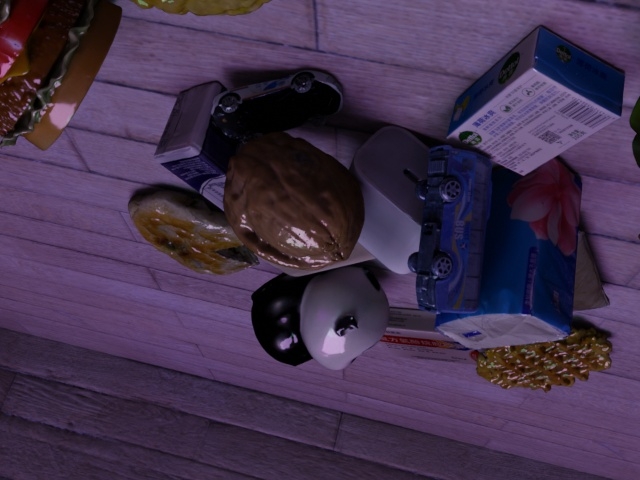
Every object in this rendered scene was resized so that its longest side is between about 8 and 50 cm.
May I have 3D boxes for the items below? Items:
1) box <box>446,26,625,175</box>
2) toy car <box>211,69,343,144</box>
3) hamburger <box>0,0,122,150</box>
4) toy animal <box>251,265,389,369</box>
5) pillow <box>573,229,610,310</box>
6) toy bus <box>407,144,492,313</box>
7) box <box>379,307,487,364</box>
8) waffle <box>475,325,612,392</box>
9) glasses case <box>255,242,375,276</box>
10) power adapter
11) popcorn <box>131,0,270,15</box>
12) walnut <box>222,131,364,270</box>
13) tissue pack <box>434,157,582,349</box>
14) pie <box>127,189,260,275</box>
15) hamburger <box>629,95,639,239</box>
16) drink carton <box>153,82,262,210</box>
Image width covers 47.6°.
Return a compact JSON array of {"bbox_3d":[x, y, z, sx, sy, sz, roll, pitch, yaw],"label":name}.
[{"bbox_3d":[0.281,-0.176,0.967,0.139,0.073,0.194,24,154,-15],"label":"box"},{"bbox_3d":[-0.065,-0.207,1.108,0.204,0.056,0.095,-14,146,11],"label":"toy car"},{"bbox_3d":[-0.412,-0.267,0.960,0.212,0.274,0.274,28,153,-28],"label":"hamburger"},{"bbox_3d":[0.010,0.170,1.659,0.310,0.251,0.251,-16,140,42],"label":"toy animal"},{"bbox_3d":[0.424,0.054,1.359,0.185,0.075,0.302,1,150,33],"label":"pillow"},{"bbox_3d":[0.188,-0.014,1.040,0.094,0.237,0.079,6,-179,-23],"label":"toy bus"},{"bbox_3d":[0.311,0.249,1.848,0.353,0.069,0.214,1,151,26],"label":"box"},{"bbox_3d":[0.525,0.276,1.697,0.324,0.068,0.302,-1,147,-6],"label":"waffle"},{"bbox_3d":[0.000,0.000,1.504,0.131,0.070,0.313,32,150,-31],"label":"glasses case"},{"bbox_3d":[0.123,-0.050,1.217,0.187,0.124,0.255,42,157,9],"label":"power adapter"},{"bbox_3d":[-0.108,-0.338,0.762,0.286,0.174,0.225,-10,161,25],"label":"popcorn"},{"bbox_3d":[-0.043,-0.057,1.096,0.245,0.198,0.198,44,161,17],"label":"walnut"},{"bbox_3d":[0.291,0.024,1.142,0.137,0.270,0.209,26,155,-27],"label":"tissue pack"},{"bbox_3d":[-0.289,-0.011,1.647,0.337,0.075,0.337,14,155,6],"label":"pie"},{"bbox_3d":[0.542,-0.097,0.732,0.395,0.277,0.396,16,155,7],"label":"hamburger"},{"bbox_3d":[-0.153,-0.141,1.226,0.101,0.134,0.222,-9,146,38],"label":"drink carton"}]
